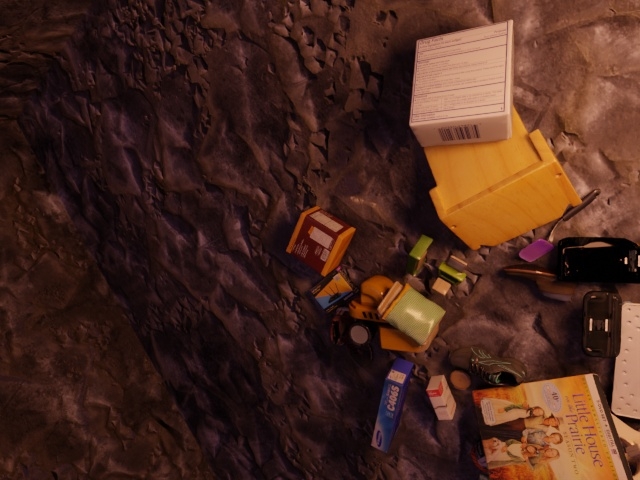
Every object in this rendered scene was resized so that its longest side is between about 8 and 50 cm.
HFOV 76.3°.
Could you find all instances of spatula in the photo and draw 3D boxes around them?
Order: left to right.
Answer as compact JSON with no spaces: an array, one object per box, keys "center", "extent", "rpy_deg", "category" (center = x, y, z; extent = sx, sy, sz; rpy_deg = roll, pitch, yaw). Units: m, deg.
[{"center":[0.742,-0.044,1.262],"extent":[0.084,0.030,0.297],"rpy_deg":[22,117,-25],"category":"spatula"}]

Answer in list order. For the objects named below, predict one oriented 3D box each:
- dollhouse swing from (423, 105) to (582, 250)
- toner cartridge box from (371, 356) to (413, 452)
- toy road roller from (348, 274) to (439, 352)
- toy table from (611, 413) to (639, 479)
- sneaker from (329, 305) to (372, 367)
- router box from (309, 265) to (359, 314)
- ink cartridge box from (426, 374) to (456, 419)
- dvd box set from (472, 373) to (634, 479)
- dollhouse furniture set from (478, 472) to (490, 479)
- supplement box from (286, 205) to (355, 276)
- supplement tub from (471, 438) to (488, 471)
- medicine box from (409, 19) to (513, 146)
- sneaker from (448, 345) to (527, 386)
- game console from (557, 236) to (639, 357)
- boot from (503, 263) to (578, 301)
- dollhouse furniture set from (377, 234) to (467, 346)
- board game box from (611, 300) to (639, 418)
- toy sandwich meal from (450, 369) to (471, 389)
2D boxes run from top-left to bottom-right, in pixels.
[{"center":[0.550,-0.214,1.303],"extent":[0.346,0.305,0.315],"rpy_deg":[-31,132,32],"category":"dollhouse swing"},{"center":[0.294,0.672,1.670],"extent":[0.075,0.165,0.348],"rpy_deg":[17,113,24],"category":"toner cartridge box"},{"center":[0.264,0.265,1.532],"extent":[0.329,0.202,0.241],"rpy_deg":[3,102,29],"category":"toy road roller"},{"center":[0.976,0.658,1.238],"extent":[0.160,0.252,0.275],"rpy_deg":[-2,131,2],"category":"toy table"},{"center":[0.109,0.429,1.689],"extent":[0.106,0.162,0.282],"rpy_deg":[-24,94,32],"category":"sneaker"},{"center":[0.057,0.212,1.714],"extent":[0.179,0.046,0.133],"rpy_deg":[-42,84,32],"category":"router box"},{"center":[0.472,0.614,1.592],"extent":[0.056,0.099,0.135],"rpy_deg":[-20,95,32],"category":"ink cartridge box"},{"center":[0.733,0.630,1.346],"extent":[0.420,0.062,0.308],"rpy_deg":[-29,53,42],"category":"dvd box set"},{"center":[0.672,0.950,1.620],"extent":[0.076,0.058,0.152],"rpy_deg":[11,111,25],"category":"dollhouse furniture set"},{"center":[0.000,0.000,1.627],"extent":[0.194,0.129,0.192],"rpy_deg":[33,119,15],"category":"supplement box"},{"center":[0.669,0.785,1.533],"extent":[0.117,0.117,0.190],"rpy_deg":[44,120,9],"category":"supplement tub"},{"center":[0.413,-0.443,1.181],"extent":[0.263,0.149,0.290],"rpy_deg":[1,76,28],"category":"medicine box"},{"center":[0.596,0.456,1.472],"extent":[0.267,0.106,0.101],"rpy_deg":[4,109,28],"category":"sneaker"},{"center":[0.827,0.170,1.219],"extent":[0.213,0.044,0.362],"rpy_deg":[1,91,15],"category":"game console"},{"center":[0.709,0.137,1.319],"extent":[0.219,0.082,0.106],"rpy_deg":[3,105,25],"category":"boot"},{"center":[0.348,0.169,1.381],"extent":[0.197,0.302,0.151],"rpy_deg":[31,158,19],"category":"dollhouse furniture set"},{"center":[1.105,0.375,1.203],"extent":[0.389,0.050,0.391],"rpy_deg":[2,107,27],"category":"board game box"},{"center":[0.542,0.536,1.573],"extent":[0.085,0.029,0.086],"rpy_deg":[7,105,28],"category":"toy sandwich meal"}]
